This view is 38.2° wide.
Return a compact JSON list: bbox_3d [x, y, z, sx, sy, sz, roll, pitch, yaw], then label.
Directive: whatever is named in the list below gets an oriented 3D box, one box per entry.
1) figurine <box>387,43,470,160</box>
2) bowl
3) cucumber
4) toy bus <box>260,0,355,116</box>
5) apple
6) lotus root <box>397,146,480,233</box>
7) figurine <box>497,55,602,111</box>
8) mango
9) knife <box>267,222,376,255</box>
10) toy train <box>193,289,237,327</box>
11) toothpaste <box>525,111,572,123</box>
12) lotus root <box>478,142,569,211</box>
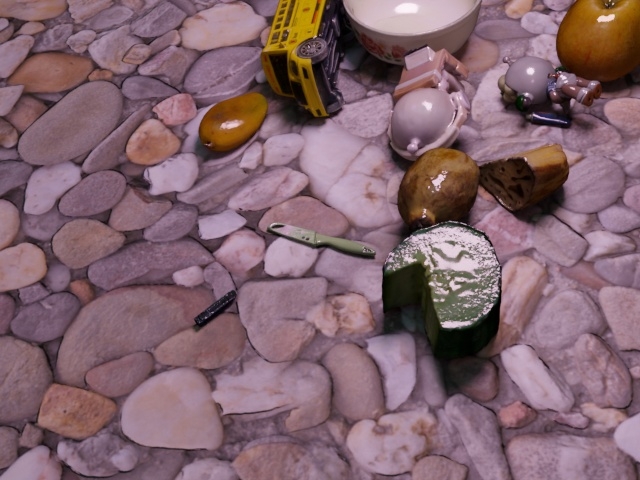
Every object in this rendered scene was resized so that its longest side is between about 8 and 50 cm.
[{"bbox_3d":[0.199,-0.235,1.684,0.162,0.141,0.237,-18,46,33],"label":"figurine"},{"bbox_3d":[0.187,-0.444,1.834,0.277,0.145,0.277,-5,49,5],"label":"bowl"},{"bbox_3d":[0.201,0.077,1.428,0.191,0.130,0.191,-5,58,8],"label":"cucumber"},{"bbox_3d":[-0.024,-0.391,1.828,0.152,0.144,0.330,-3,48,17],"label":"toy bus"},{"bbox_3d":[0.532,-0.390,1.722,0.182,0.155,0.182,-1,52,2],"label":"apple"},{"bbox_3d":[0.191,-0.078,1.524,0.138,0.138,0.214,11,32,18],"label":"lotus root"},{"bbox_3d":[0.414,-0.278,1.690,0.197,0.093,0.147,32,54,33],"label":"figurine"},{"bbox_3d":[-0.166,-0.233,1.778,0.101,0.066,0.187,28,52,27],"label":"mango"},{"bbox_3d":[0.000,0.000,1.590,0.207,0.014,0.030,15,55,22],"label":"knife"},{"bbox_3d":[-0.171,0.112,1.524,0.083,0.017,0.017,-38,57,-19],"label":"toy train"},{"bbox_3d":[0.420,-0.224,1.696,0.083,0.019,0.027,9,29,15],"label":"toothpaste"},{"bbox_3d":[0.357,-0.110,1.577,0.135,0.095,0.159,-20,10,-14],"label":"lotus root"}]
